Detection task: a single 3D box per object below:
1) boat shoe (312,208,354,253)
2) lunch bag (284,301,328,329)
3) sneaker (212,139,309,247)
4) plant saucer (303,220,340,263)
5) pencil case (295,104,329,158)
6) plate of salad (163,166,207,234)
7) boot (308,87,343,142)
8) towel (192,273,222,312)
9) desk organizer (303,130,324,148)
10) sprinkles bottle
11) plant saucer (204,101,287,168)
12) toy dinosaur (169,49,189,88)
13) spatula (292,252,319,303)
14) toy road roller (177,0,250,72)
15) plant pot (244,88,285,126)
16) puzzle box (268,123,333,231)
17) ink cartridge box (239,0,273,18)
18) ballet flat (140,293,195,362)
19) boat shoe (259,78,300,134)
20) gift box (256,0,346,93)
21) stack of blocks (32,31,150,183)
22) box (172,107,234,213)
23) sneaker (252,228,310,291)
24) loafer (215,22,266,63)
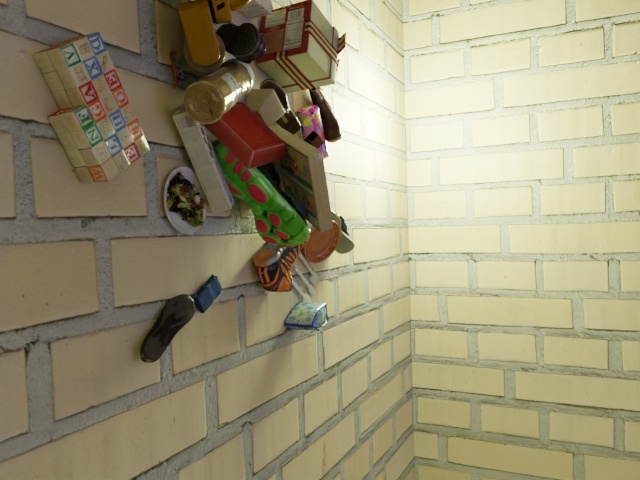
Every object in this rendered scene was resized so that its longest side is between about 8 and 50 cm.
[{"bbox_3d":[0.046,-0.070,2.508,0.340,0.127,0.113,43,21,-47],"label":"boat shoe"},{"bbox_3d":[-0.055,0.307,2.250,0.151,0.128,0.096,-30,115,-63],"label":"lunch bag"},{"bbox_3d":[-0.175,-0.167,1.904,0.483,0.185,0.202,56,33,-33],"label":"sneaker"},{"bbox_3d":[0.000,0.000,2.397,0.200,0.037,0.200,-26,132,-33],"label":"plant saucer"},{"bbox_3d":[-0.030,-0.443,2.369,0.104,0.104,0.236,-55,136,-51],"label":"pencil case"},{"bbox_3d":[-0.383,-0.117,1.667,0.200,0.048,0.200,0,90,-64],"label":"plate of salad"},{"bbox_3d":[0.007,-0.541,2.400,0.207,0.090,0.248,59,8,-39],"label":"boot"},{"bbox_3d":[-0.347,0.164,1.755,0.119,0.029,0.067,-57,139,-51],"label":"towel"},{"bbox_3d":[-0.051,-0.375,2.297,0.130,0.047,0.050,-45,143,3],"label":"desk organizer"},{"bbox_3d":[-0.293,-0.448,1.694,0.355,0.121,0.121,-74,153,-62],"label":"sprinkles bottle"},{"bbox_3d":[-0.239,-0.346,1.795,0.259,0.048,0.258,45,28,7],"label":"plant saucer"},{"bbox_3d":[-0.412,-0.498,1.637,0.082,0.047,0.090,51,53,-23],"label":"toy dinosaur"},{"bbox_3d":[-0.067,0.162,2.366,0.242,0.019,0.168,57,45,-46],"label":"spatula"},{"bbox_3d":[-0.286,-0.656,1.606,0.202,0.240,0.330,-117,-163,-66],"label":"toy road roller"},{"bbox_3d":[-0.207,-0.456,2.000,0.096,0.109,0.109,-63,144,-27],"label":"plant pot"},{"bbox_3d":[-0.082,-0.224,1.959,0.052,0.409,0.272,-19,119,-18],"label":"puzzle box"},{"bbox_3d":[-0.233,-0.833,1.964,0.143,0.092,0.090,6,83,-66],"label":"ink cartridge box"},{"bbox_3d":[-0.422,0.241,1.571,0.084,0.058,0.250,39,38,-13],"label":"ballet flat"},{"bbox_3d":[-0.163,-0.504,2.126,0.095,0.095,0.257,62,1,40],"label":"boat shoe"},{"bbox_3d":[-0.063,-0.727,2.134,0.258,0.255,0.276,32,64,-58],"label":"gift box"},{"bbox_3d":[-0.531,-0.302,1.317,0.171,0.087,0.297,-57,139,-49],"label":"stack of blocks"},{"bbox_3d":[-0.345,-0.238,1.702,0.063,0.067,0.324,-89,162,-61],"label":"box"},{"bbox_3d":[-0.135,0.077,2.127,0.321,0.124,0.180,-40,129,-46],"label":"sneaker"},{"bbox_3d":[-0.229,-0.594,1.738,0.095,0.302,0.109,28,96,-40],"label":"loafer"}]
